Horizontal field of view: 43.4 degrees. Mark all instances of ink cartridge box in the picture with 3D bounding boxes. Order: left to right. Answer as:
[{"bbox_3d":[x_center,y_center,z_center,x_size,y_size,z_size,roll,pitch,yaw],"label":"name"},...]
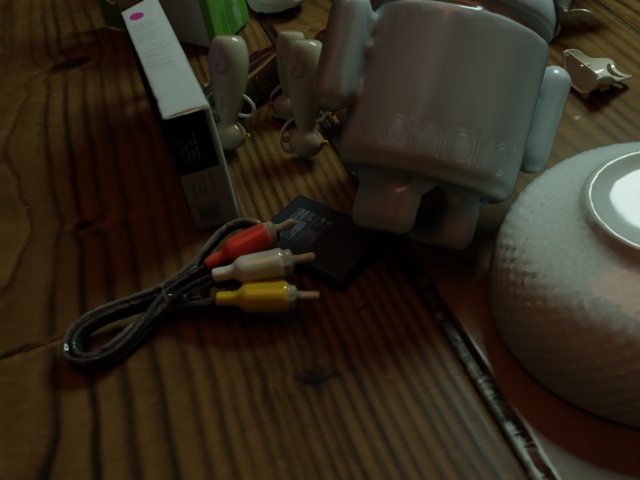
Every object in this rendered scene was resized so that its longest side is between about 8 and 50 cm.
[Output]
[{"bbox_3d":[-0.264,-0.440,1.336,0.255,0.188,0.097,18,51,26],"label":"ink cartridge box"},{"bbox_3d":[-0.198,-0.193,1.075,0.069,0.175,0.371,-18,44,-8],"label":"ink cartridge box"}]

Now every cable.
[{"bbox_3d":[-0.149,0.046,0.881,0.287,0.072,0.139,-15,60,-8],"label":"cable"}]

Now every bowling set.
[{"bbox_3d":[0.005,-0.205,1.104,0.287,0.154,0.200,10,23,22],"label":"bowling set"}]

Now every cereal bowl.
[{"bbox_3d":[0.337,0.010,0.797,0.339,0.141,0.339,-5,42,5],"label":"cereal bowl"}]

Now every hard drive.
[{"bbox_3d":[0.000,0.000,0.949,0.135,0.022,0.094,25,53,31],"label":"hard drive"}]

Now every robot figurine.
[{"bbox_3d":[0.139,-0.170,0.885,0.300,0.353,0.200,14,-1,-22],"label":"robot figurine"}]

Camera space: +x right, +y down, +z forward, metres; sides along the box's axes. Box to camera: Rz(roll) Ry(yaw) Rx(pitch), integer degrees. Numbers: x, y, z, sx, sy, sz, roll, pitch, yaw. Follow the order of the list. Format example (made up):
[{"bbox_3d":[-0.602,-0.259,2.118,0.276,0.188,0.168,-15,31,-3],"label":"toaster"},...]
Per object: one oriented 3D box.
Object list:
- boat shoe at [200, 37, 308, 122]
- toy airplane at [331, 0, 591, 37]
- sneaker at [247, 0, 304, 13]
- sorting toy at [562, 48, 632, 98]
[{"bbox_3d":[-0.095,-0.247,1.189,0.207,0.073,0.073,-35,51,-25],"label":"boat shoe"},{"bbox_3d":[0.200,-0.401,1.156,0.386,0.272,0.384,41,72,3],"label":"toy airplane"},{"bbox_3d":[-0.108,-0.475,1.398,0.090,0.115,0.232,-32,48,-22],"label":"sneaker"},{"bbox_3d":[0.387,-0.232,1.114,0.075,0.044,0.083,-13,42,-15],"label":"sorting toy"}]
